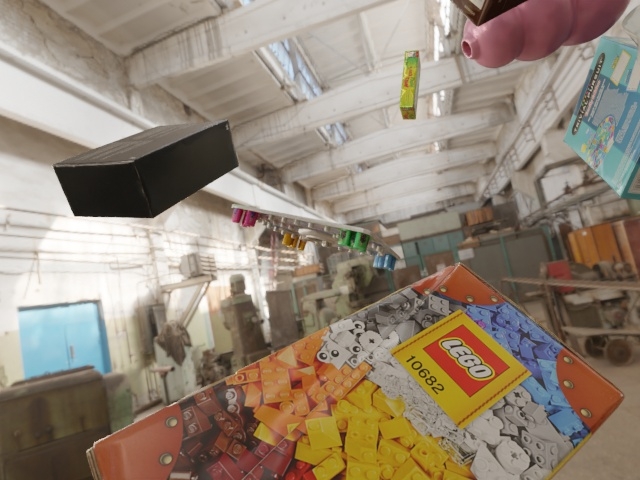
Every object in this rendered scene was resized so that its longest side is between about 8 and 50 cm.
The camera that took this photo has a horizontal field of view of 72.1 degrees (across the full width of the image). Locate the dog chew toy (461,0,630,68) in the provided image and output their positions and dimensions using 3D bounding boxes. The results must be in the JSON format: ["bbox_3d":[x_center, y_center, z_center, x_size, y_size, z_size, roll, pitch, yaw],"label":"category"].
[{"bbox_3d":[0.439,-0.461,0.882,0.331,0.207,0.206,-28,-8,1],"label":"dog chew toy"}]

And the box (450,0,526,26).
[{"bbox_3d":[0.253,-0.433,0.571,0.203,0.167,0.168,-30,-20,-11],"label":"box"}]

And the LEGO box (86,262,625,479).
[{"bbox_3d":[0.021,0.315,0.477,0.372,0.193,0.501,-20,-42,-30],"label":"LEGO box"}]

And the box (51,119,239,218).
[{"bbox_3d":[-0.299,-0.136,0.799,0.184,0.103,0.261,0,27,25],"label":"box"}]

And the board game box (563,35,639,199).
[{"bbox_3d":[0.653,-0.273,0.933,0.079,0.254,0.336,7,33,5],"label":"board game box"}]

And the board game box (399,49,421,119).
[{"bbox_3d":[0.279,-0.478,1.360,0.043,0.182,0.092,4,-8,18],"label":"board game box"}]

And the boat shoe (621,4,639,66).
[{"bbox_3d":[0.491,-0.273,0.615,0.077,0.070,0.220,-34,24,42],"label":"boat shoe"}]

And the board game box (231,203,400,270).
[{"bbox_3d":[0.000,0.000,1.247,0.389,0.051,0.390,12,-7,23],"label":"board game box"}]
